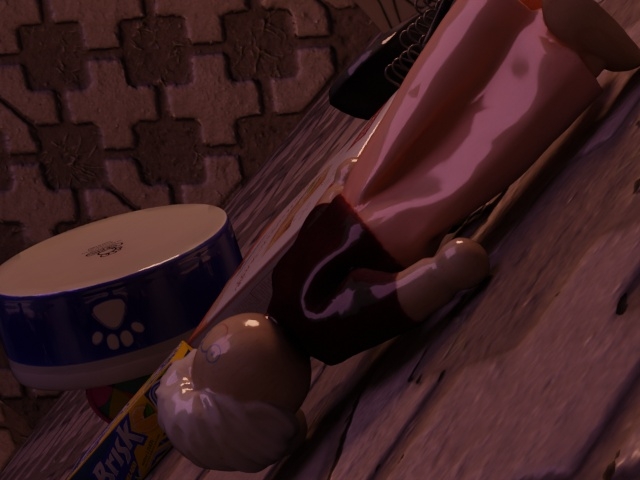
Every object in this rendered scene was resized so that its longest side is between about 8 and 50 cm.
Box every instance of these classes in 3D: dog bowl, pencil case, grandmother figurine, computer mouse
[{"bbox_3d":[-0.207,0.054,1.659,0.265,0.104,0.265,-14,16,4],"label":"dog bowl"},{"bbox_3d":[-0.191,0.123,1.770,0.104,0.104,0.236,-49,9,17],"label":"pencil case"},{"bbox_3d":[0.031,-0.006,0.924,0.342,0.104,0.208,-50,12,4],"label":"grandmother figurine"},{"bbox_3d":[0.118,-0.201,1.670,0.272,0.072,0.188,-40,-3,-36],"label":"computer mouse"}]

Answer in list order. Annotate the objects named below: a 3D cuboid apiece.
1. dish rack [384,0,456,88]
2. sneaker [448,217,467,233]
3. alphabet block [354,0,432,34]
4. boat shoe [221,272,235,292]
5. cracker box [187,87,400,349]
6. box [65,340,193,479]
[{"bbox_3d":[0.129,-0.219,1.447,0.208,0.074,0.271,-64,10,-15],"label":"dish rack"},{"bbox_3d":[0.083,-0.025,0.993,0.083,0.035,0.031,-23,54,30],"label":"sneaker"},{"bbox_3d":[0.117,-0.369,1.820,0.193,0.197,0.192,-41,-3,-21],"label":"alphabet block"},{"bbox_3d":[-0.051,0.034,1.552,0.137,0.049,0.043,-47,7,-15],"label":"boat shoe"},{"bbox_3d":[0.000,0.000,1.280,0.232,0.067,0.156,-44,9,43],"label":"cracker box"},{"bbox_3d":[-0.163,0.176,1.474,0.169,0.054,0.059,-49,6,18],"label":"box"}]
